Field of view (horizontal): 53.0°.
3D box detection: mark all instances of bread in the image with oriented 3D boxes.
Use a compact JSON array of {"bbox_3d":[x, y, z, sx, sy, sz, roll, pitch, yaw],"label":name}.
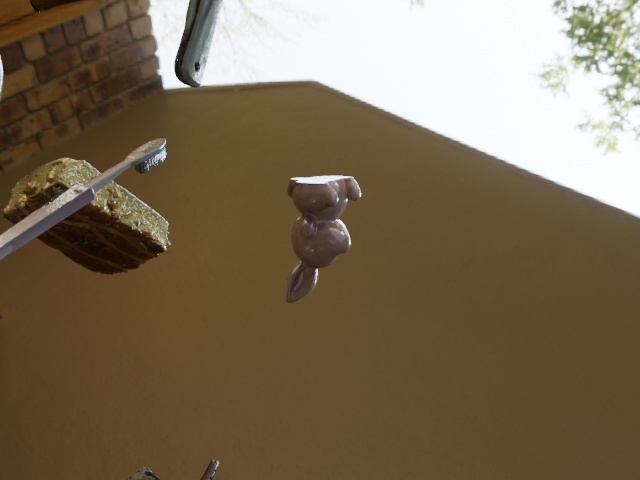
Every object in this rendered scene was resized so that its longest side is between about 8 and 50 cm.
[{"bbox_3d":[-0.466,-0.039,1.306,0.184,0.274,0.114,-22,-130,26],"label":"bread"}]

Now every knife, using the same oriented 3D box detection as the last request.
[{"bbox_3d":[-0.189,-0.382,1.032,0.040,0.073,0.266,12,-91,18],"label":"knife"}]

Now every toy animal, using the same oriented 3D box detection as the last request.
[{"bbox_3d":[0.002,0.000,1.042,0.124,0.213,0.124,3,-163,-1],"label":"toy animal"}]

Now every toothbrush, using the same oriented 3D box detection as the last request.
[{"bbox_3d":[-0.163,-0.020,0.408,0.014,0.017,0.194,19,-140,24],"label":"toothbrush"}]

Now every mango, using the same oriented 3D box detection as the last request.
[{"bbox_3d":[-0.392,-0.394,0.974,0.127,0.077,0.063,-24,-178,12],"label":"mango"}]

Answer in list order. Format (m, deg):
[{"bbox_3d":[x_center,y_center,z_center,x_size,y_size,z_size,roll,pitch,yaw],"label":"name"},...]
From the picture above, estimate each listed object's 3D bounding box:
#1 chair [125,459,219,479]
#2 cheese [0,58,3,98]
[{"bbox_3d":[-0.214,0.351,0.736,0.141,0.260,0.154,29,-143,28],"label":"chair"},{"bbox_3d":[-0.453,-0.248,0.756,0.082,0.163,0.287,-4,-103,37],"label":"cheese"}]
